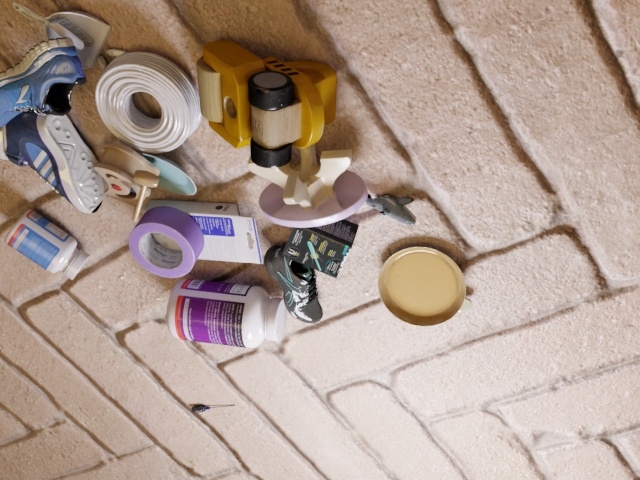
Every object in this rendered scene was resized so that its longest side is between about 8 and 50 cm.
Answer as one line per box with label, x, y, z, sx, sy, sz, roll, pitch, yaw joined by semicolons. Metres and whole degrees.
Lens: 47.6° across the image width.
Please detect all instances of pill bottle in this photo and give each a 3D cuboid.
pill bottle;-0.800;0.019;2.143;0.221;0.124;0.124;37;127;-12
pill bottle;-0.268;0.213;2.103;0.322;0.181;0.182;6;128;12

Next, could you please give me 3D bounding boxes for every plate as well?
plate;-0.406;-0.180;1.905;0.188;0.024;0.188;20;159;8

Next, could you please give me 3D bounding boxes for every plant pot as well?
plant pot;0.271;0.120;1.946;0.236;0.032;0.236;6;113;14

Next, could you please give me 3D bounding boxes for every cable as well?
cable;-0.423;-0.337;1.784;0.257;0.089;0.257;4;127;13

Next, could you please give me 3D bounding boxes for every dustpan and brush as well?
dustpan and brush;-0.624;-0.508;1.729;0.211;0.060;0.147;34;128;-11

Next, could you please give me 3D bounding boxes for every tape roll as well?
tape roll;-0.418;0.005;1.973;0.189;0.080;0.189;8;128;10

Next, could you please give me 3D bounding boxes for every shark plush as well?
shark plush;0.166;-0.086;1.822;0.161;0.067;0.073;27;129;-6

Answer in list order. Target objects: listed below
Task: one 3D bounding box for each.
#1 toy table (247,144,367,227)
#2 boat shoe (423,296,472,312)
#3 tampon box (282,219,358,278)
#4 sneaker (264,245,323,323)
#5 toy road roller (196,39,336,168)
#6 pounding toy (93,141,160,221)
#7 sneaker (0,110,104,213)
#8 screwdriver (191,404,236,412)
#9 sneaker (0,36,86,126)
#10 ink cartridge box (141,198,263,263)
toy table;-0.037;-0.145;1.740;0.274;0.252;0.161;-12;139;11
boat shoe;0.350;0.169;1.984;0.133;0.042;0.049;-3;109;19
tampon box;0.000;0.000;1.914;0.161;0.101;0.120;23;129;-1
sneaker;-0.057;0.129;2.018;0.106;0.101;0.267;-7;126;41
toy road roller;-0.110;-0.330;1.665;0.329;0.240;0.203;37;140;36
pounding toy;-0.512;-0.143;1.854;0.154;0.155;0.269;27;159;-18
sneaker;-0.745;-0.216;1.958;0.236;0.130;0.323;2;131;25
screwdriver;-0.370;0.583;2.520;0.169;0.024;0.025;-4;96;17
sneaker;-0.692;-0.347;1.744;0.330;0.130;0.147;-26;95;29
ink cartridge box;-0.317;-0.025;2.011;0.332;0.065;0.165;5;128;14
